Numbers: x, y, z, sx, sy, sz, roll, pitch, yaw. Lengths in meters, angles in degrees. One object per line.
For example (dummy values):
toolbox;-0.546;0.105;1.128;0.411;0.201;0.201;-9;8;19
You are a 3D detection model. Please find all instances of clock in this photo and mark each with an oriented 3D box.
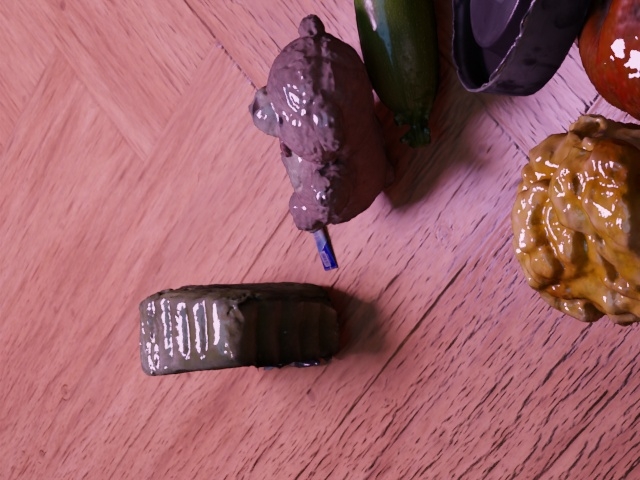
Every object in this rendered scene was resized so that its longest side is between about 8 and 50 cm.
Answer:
clock;0.222;-0.313;1.792;0.325;0.067;0.325;-169;90;-78

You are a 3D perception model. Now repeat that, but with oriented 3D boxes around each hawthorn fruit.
hawthorn fruit;0.389;-0.227;1.671;0.262;0.258;0.258;-48;65;13

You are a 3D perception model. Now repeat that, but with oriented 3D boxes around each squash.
squash;0.088;-0.300;2.024;0.101;0.101;0.378;-1;101;43

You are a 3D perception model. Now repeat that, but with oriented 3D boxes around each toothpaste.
toothpaste;0.000;0.000;2.230;0.024;0.015;0.083;-19;92;42

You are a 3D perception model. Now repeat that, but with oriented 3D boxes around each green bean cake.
green bean cake;-0.103;0.118;2.218;0.227;0.222;0.125;-2;88;44

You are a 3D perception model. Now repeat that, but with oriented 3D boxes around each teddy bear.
teddy bear;0.004;-0.133;2.041;0.151;0.267;0.236;-16;58;7

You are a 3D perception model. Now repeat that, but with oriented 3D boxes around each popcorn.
popcorn;0.329;-0.017;1.743;0.265;0.332;0.225;21;87;8
